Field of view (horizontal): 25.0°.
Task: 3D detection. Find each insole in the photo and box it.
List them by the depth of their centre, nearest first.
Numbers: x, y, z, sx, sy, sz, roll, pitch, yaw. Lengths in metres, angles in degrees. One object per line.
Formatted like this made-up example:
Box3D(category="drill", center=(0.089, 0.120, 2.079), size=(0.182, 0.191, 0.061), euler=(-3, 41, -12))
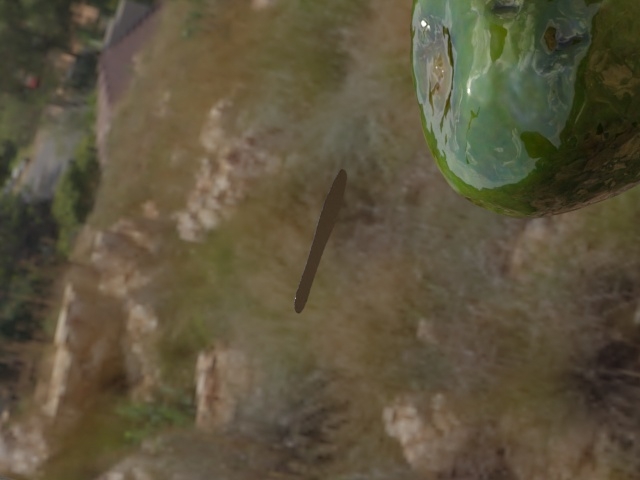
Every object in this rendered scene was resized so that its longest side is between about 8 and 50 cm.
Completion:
Box3D(category="insole", center=(0.000, 0.000, 1.262), size=(0.002, 0.045, 0.135), euler=(14, 78, 19))

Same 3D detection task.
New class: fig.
Box3D(category="fig", center=(0.203, -0.124, 0.968), size=(0.206, 0.275, 0.206), euler=(175, 90, -77))

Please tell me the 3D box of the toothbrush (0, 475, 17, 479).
Box3D(category="toothbrush", center=(-0.300, 0.156, 1.021), size=(0.020, 0.286, 0.025), euler=(4, 72, 50))
